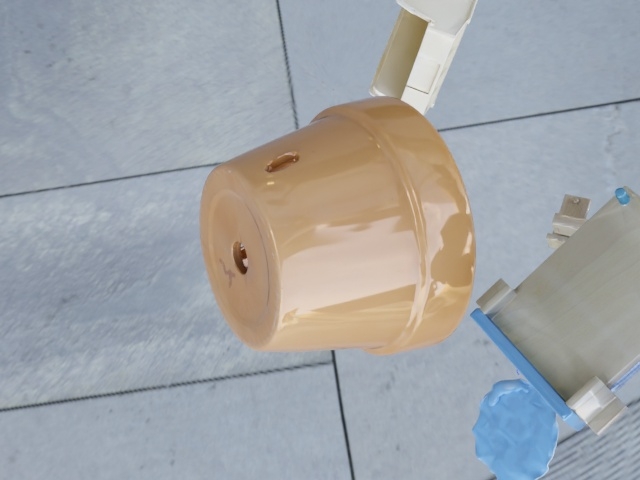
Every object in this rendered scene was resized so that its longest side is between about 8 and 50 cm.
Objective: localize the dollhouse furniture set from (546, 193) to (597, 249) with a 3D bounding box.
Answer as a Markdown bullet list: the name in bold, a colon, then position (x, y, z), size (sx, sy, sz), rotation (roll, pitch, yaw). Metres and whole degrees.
- **dollhouse furniture set**: position (0.535, -0.051, 1.846), size (0.144, 0.151, 0.123), rotation (15, 75, 27)

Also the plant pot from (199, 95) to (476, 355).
- **plant pot**: position (0.000, 0.000, 0.997), size (0.203, 0.291, 0.291), rotation (-13, 100, -29)

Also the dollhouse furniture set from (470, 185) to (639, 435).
- **dollhouse furniture set**: position (0.346, 0.080, 0.840), size (0.286, 0.198, 0.303), rotation (-46, 52, 6)

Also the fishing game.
- **fishing game**: position (0.336, 0.330, 1.576), size (0.041, 0.189, 0.264), rotation (15, 90, -36)

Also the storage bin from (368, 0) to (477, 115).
- **storage bin**: position (0.190, -0.388, 1.565), size (0.123, 0.262, 0.260), rotation (21, 66, 2)
